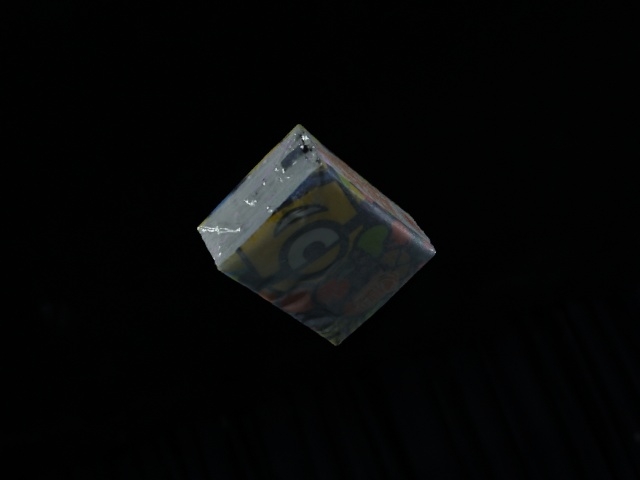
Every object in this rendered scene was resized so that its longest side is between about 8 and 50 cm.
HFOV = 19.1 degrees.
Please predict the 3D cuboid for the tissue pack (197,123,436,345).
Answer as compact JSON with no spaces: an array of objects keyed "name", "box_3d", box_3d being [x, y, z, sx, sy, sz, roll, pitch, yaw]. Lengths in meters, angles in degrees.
[{"name":"tissue pack","box_3d":[0.000,0.000,0.777,0.063,0.035,0.083,-46,-47,10]}]
